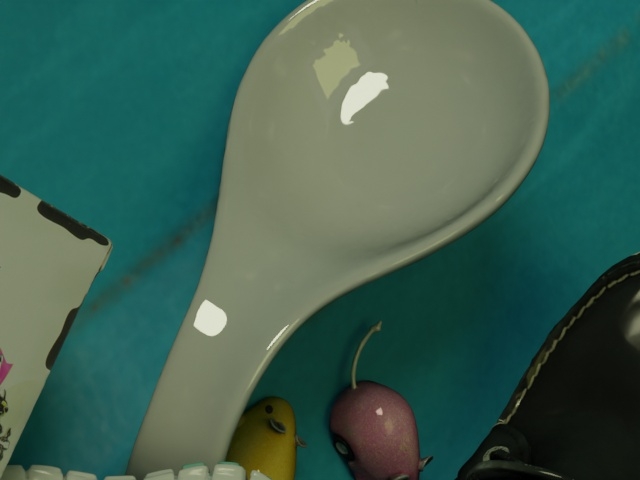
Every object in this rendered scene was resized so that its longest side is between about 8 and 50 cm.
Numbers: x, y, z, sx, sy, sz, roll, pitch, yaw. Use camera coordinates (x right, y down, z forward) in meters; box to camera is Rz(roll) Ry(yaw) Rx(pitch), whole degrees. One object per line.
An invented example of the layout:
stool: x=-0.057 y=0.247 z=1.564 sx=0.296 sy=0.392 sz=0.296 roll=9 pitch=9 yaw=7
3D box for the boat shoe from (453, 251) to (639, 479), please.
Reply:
boat shoe: x=0.098 y=0.153 z=0.888 sx=0.340 sy=0.127 sz=0.113 roll=-64 pitch=149 yaw=-3

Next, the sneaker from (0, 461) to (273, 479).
sneaker: x=-0.093 y=0.130 z=0.773 sx=0.167 sy=0.076 sz=0.065 roll=-7 pitch=127 yaw=2

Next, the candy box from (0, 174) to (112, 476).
candy box: x=-0.197 y=0.027 z=0.704 sx=0.196 sy=0.070 sz=0.164 roll=33 pitch=70 yaw=-29

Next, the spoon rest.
spoon rest: x=0.000 y=0.000 z=0.856 sx=0.276 sy=0.137 sz=0.084 roll=-62 pitch=163 yaw=-15

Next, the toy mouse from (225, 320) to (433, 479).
toy mouse: x=0.015 y=0.122 z=0.909 sx=0.143 sy=0.031 sz=0.161 roll=41 pitch=68 yaw=-26
